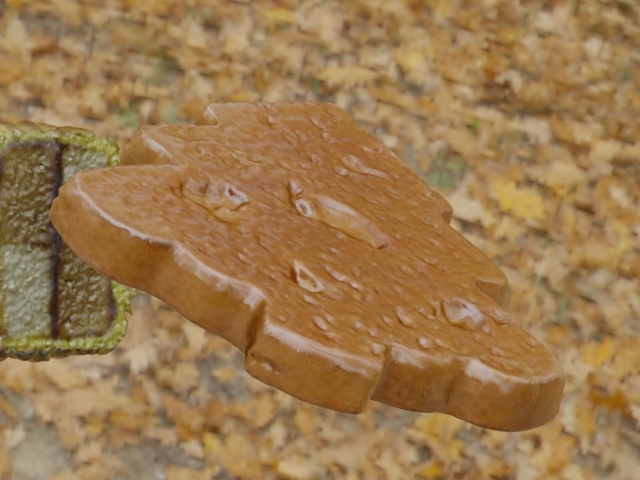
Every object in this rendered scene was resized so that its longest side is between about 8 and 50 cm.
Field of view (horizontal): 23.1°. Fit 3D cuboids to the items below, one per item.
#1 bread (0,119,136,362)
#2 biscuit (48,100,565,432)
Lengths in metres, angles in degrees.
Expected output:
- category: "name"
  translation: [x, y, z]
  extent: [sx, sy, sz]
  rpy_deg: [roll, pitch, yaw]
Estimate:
- category: "bread"
  translation: [-0.260, 0.000, 1.426]
  extent: [0.096, 0.222, 0.181]
  rpy_deg: [2, 6, 41]
- category: "biscuit"
  translation: [0.000, 0.000, 0.866]
  extent: [0.284, 0.043, 0.306]
  rpy_deg: [23, 26, -9]
